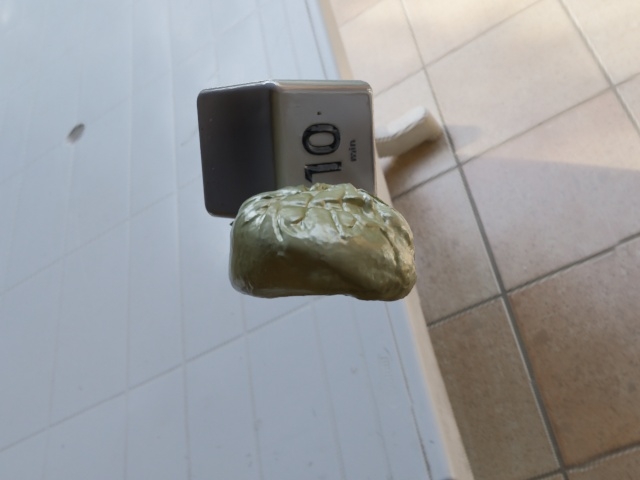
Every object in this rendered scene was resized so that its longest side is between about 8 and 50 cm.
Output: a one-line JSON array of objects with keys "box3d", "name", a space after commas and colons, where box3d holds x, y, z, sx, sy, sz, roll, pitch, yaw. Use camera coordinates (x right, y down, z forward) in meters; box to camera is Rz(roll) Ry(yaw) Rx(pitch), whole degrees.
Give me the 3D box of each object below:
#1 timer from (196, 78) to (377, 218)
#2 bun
[{"box3d": [-0.049, -0.135, 1.037, 0.194, 0.195, 0.192, 7, 103, 46], "name": "timer"}, {"box3d": [0.000, 0.000, 0.829, 0.229, 0.229, 0.145, 2, 86, 38], "name": "bun"}]
